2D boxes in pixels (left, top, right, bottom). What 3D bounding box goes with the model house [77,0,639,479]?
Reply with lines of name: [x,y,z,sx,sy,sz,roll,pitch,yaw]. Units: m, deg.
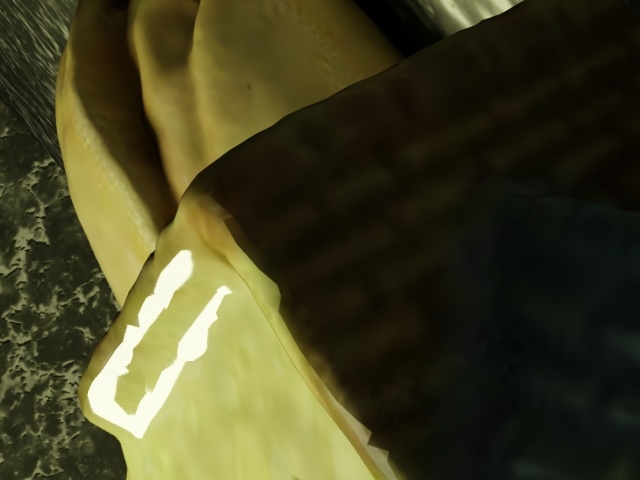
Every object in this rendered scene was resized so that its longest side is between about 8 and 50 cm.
model house: [0.114,0.077,0.491,0.321,0.261,0.266,17,124,45]

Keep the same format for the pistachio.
pistachio: [0.000,0.000,0.841,0.293,0.162,0.181,50,-152,-27]
